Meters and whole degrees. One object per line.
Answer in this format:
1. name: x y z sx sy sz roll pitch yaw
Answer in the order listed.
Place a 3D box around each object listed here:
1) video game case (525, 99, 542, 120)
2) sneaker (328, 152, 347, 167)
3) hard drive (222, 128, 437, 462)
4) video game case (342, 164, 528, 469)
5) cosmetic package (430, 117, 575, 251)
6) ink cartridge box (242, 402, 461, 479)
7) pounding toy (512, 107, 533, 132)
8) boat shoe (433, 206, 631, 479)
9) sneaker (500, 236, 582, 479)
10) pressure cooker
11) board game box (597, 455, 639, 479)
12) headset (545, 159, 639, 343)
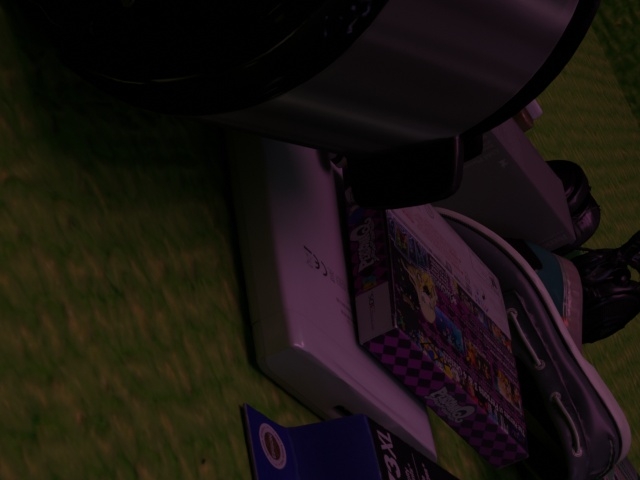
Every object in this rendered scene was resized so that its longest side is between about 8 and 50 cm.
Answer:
1. video game case: 0.202 -0.236 2.081 0.173 0.022 0.190 56 -9 -16
2. sneaker: 0.008 -0.099 1.408 0.037 0.032 0.083 23 40 -31
3. hard drive: 0.000 0.000 1.371 0.233 0.047 0.353 42 29 -46
4. video game case: 0.101 0.059 1.410 0.232 0.042 0.210 44 29 -41
5. cosmetic package: 0.175 -0.071 1.790 0.238 0.127 0.107 45 27 -38
6. ink cartridge box: 0.073 0.250 1.230 0.371 0.069 0.176 36 33 -49
7. pounding toy: 0.159 -0.169 1.898 0.206 0.094 0.181 39 25 -34
8. boat shoe: 0.174 0.106 1.573 0.099 0.116 0.319 -30 79 -43
9. sneaker: 0.216 0.129 1.702 0.121 0.108 0.302 24 46 -32
10. pressure cooker: 0.014 -0.252 1.190 0.375 0.370 0.420 41 16 27
11. board game box: 0.338 0.316 1.836 0.317 0.046 0.213 55 22 -23
12. headset: 0.333 0.008 2.002 0.243 0.185 0.394 63 8 -3
